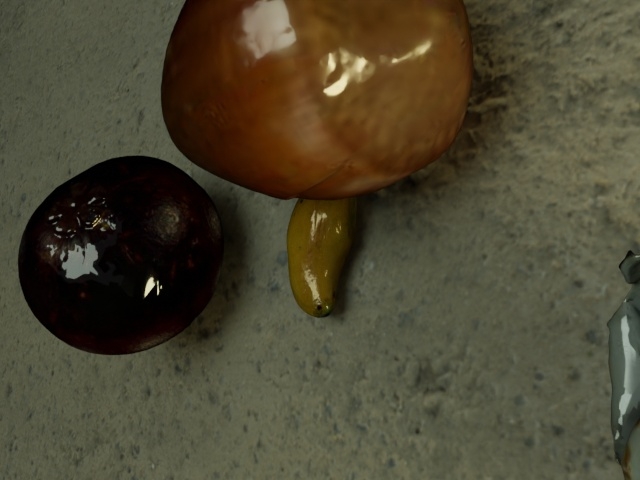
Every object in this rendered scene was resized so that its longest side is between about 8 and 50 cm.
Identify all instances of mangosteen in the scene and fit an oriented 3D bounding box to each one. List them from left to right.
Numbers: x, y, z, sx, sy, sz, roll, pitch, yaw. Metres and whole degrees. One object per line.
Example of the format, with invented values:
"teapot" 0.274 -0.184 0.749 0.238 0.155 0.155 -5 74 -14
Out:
"mangosteen" -0.278 0.032 1.046 0.297 0.293 0.297 -16 34 11

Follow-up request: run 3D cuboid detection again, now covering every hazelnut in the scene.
"hazelnut" -0.006 -0.197 0.788 0.372 0.372 0.315 -22 103 40

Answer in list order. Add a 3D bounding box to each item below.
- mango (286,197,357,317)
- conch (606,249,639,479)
"mango" 0.000 0.000 0.903 0.098 0.075 0.190 8 92 54
"conch" 0.297 0.141 0.517 0.148 0.183 0.275 6 95 6
